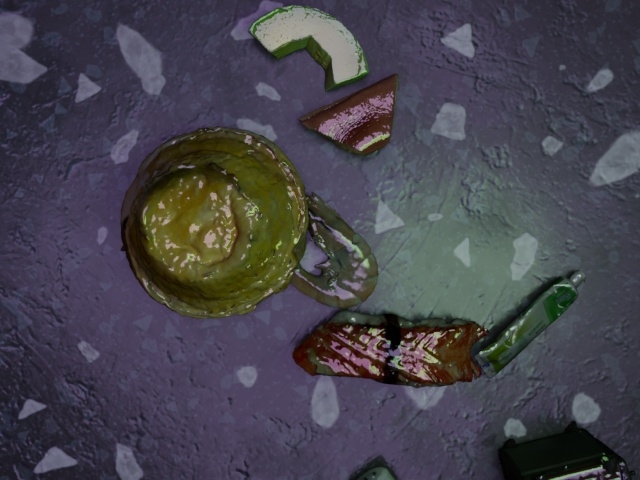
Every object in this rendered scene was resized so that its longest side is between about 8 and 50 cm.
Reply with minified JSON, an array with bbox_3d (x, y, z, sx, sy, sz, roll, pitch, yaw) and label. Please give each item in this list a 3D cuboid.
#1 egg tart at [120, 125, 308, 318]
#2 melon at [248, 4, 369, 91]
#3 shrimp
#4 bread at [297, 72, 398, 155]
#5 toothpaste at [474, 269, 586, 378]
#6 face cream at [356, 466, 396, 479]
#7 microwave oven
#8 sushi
[{"bbox_3d":[-0.192,-0.028,1.724,0.346,0.132,0.345,1,94,12],"label":"egg tart"},{"bbox_3d":[-0.012,-0.339,1.791,0.209,0.064,0.118,39,88,-2],"label":"melon"},{"bbox_3d":[-0.010,0.013,1.790,0.254,0.059,0.145,43,97,-2],"label":"shrimp"},{"bbox_3d":[0.069,-0.205,1.785,0.193,0.067,0.119,-24,82,-2],"label":"bread"},{"bbox_3d":[0.368,0.140,1.781,0.248,0.047,0.078,-42,132,-7],"label":"toothpaste"},{"bbox_3d":[0.166,0.536,1.774,0.143,0.089,0.314,-35,98,-2],"label":"face cream"},{"bbox_3d":[0.416,0.425,1.696,0.188,0.247,0.178,-16,93,1],"label":"microwave oven"},{"bbox_3d":[0.122,0.185,1.759,0.332,0.130,0.124,5,94,5],"label":"sushi"}]
